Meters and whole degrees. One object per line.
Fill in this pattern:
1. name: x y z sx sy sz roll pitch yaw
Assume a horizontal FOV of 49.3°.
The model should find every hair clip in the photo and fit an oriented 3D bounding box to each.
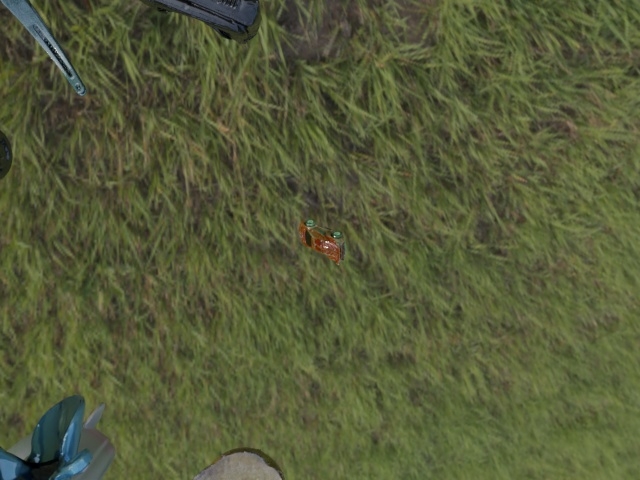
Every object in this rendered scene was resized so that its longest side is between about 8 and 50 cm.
1. hair clip: -0.510 -0.371 1.311 0.039 0.070 0.229 -37 99 2

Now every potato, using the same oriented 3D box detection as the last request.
1. potato: -0.140 0.364 1.062 0.172 0.100 0.089 -6 180 -5

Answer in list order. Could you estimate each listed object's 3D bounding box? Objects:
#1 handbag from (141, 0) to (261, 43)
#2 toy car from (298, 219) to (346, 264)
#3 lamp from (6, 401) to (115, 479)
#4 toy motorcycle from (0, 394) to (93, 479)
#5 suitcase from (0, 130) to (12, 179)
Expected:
1. handbag: -0.260 -0.497 1.469 0.275 0.244 0.088 17 97 -9
2. toy car: 0.000 0.000 1.355 0.035 0.122 0.059 -36 138 -40
3. lamp: -0.315 0.290 0.746 0.108 0.179 0.246 32 107 2
4. toy motorcycle: -0.231 0.098 0.359 0.182 0.272 0.124 -38 -170 -37
5. suitcase: -0.484 -0.089 0.546 0.346 0.339 0.188 5 117 15
